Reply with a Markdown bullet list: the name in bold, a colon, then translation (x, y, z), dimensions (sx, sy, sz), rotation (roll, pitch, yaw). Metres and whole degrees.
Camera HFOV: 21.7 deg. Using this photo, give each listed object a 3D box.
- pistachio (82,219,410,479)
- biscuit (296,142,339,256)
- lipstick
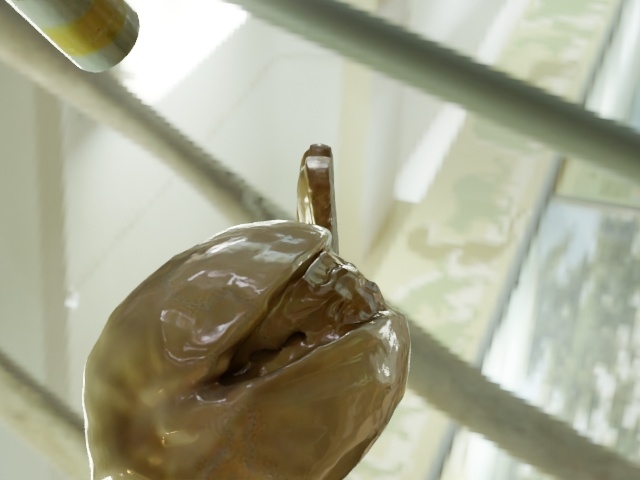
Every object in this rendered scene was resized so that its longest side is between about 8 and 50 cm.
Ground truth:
- **pistachio**: translation (-0.035, 0.071, 0.904), dimensions (0.229, 0.157, 0.157), rotation (-37, -44, -55)
- **biscuit**: translation (0.000, 0.000, 1.245), dimensions (0.250, 0.035, 0.162), rotation (88, 176, -70)
- **lipstick**: translation (-0.199, -0.192, 1.030), dimensions (0.264, 0.059, 0.059), rotation (44, -125, -55)
